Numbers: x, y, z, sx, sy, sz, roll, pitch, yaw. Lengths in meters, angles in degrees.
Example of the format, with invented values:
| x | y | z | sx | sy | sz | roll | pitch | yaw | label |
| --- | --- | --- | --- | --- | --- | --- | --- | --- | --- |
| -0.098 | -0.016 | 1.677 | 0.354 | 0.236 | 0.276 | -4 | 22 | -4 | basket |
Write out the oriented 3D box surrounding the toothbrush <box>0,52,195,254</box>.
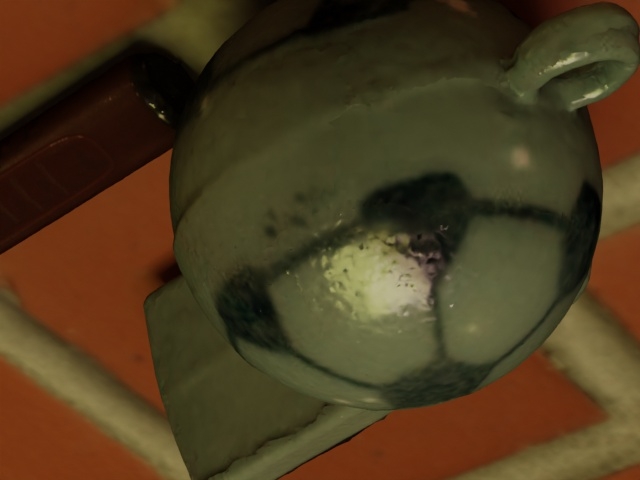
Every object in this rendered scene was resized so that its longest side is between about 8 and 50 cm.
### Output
| x | y | z | sx | sy | sz | roll | pitch | yaw | label |
| --- | --- | --- | --- | --- | --- | --- | --- | --- | --- |
| -0.189 | 0.015 | 0.770 | 0.364 | 0.041 | 0.041 | -28 | 129 | 32 | toothbrush |

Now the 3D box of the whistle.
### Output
| x | y | z | sx | sy | sz | roll | pitch | yaw | label |
| --- | --- | --- | --- | --- | --- | --- | --- | --- | --- |
| 0.000 | 0.000 | 0.648 | 0.163 | 0.163 | 0.290 | 33 | 131 | -27 | whistle |
